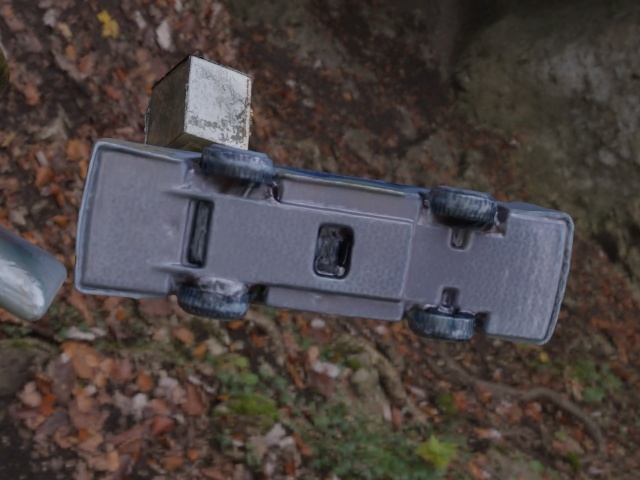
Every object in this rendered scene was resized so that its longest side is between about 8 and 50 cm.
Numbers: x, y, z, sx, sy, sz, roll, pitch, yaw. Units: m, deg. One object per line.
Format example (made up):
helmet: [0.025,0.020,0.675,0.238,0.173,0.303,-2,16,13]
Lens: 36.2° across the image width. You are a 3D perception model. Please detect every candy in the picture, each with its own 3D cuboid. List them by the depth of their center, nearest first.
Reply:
candy: [-0.401,0.024,1.201,0.174,0.071,0.138,32,17,-12]

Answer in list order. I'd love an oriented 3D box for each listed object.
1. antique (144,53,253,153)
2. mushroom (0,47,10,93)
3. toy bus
antique: [-0.198,-0.201,1.629,0.148,0.147,0.151,16,65,-32]
mushroom: [-0.273,-0.002,0.557,0.100,0.081,0.312,98,16,-78]
toy bus: [0.000,0.000,0.681,0.330,0.136,0.109,8,95,-15]
